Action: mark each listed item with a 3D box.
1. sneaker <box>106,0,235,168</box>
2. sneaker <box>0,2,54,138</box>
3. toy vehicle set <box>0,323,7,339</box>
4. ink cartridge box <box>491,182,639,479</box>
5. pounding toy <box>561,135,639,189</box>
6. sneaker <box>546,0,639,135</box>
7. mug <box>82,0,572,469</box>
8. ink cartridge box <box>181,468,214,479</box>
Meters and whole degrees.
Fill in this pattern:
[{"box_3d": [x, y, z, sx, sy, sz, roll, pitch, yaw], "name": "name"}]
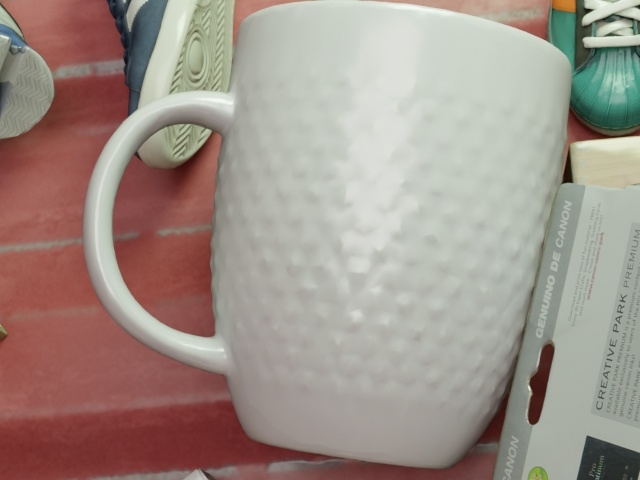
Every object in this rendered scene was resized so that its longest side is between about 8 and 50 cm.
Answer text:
[{"box_3d": [-0.164, -0.231, 1.200, 0.148, 0.131, 0.350, 2, 69, 15], "name": "sneaker"}, {"box_3d": [-0.405, -0.207, 1.177, 0.315, 0.182, 0.127, 21, 111, -25], "name": "sneaker"}, {"box_3d": [-0.399, -0.018, 1.142, 0.035, 0.166, 0.267, -41, 74, -4], "name": "toy vehicle set"}, {"box_3d": [0.265, 0.126, 0.868, 0.272, 0.130, 0.310, 12, 89, 55], "name": "ink cartridge box"}, {"box_3d": [0.296, -0.037, 1.034, 0.181, 0.206, 0.094, -5, 74, 6], "name": "pounding toy"}, {"box_3d": [0.257, -0.250, 1.142, 0.108, 0.121, 0.302, -2, 75, 7], "name": "sneaker"}, {"box_3d": [0.000, 0.000, 1.011, 0.374, 0.276, 0.328, 9, 83, -13], "name": "mug"}, {"box_3d": [-0.120, 0.267, 1.085, 0.122, 0.052, 0.088, -39, 74, -3], "name": "ink cartridge box"}]
